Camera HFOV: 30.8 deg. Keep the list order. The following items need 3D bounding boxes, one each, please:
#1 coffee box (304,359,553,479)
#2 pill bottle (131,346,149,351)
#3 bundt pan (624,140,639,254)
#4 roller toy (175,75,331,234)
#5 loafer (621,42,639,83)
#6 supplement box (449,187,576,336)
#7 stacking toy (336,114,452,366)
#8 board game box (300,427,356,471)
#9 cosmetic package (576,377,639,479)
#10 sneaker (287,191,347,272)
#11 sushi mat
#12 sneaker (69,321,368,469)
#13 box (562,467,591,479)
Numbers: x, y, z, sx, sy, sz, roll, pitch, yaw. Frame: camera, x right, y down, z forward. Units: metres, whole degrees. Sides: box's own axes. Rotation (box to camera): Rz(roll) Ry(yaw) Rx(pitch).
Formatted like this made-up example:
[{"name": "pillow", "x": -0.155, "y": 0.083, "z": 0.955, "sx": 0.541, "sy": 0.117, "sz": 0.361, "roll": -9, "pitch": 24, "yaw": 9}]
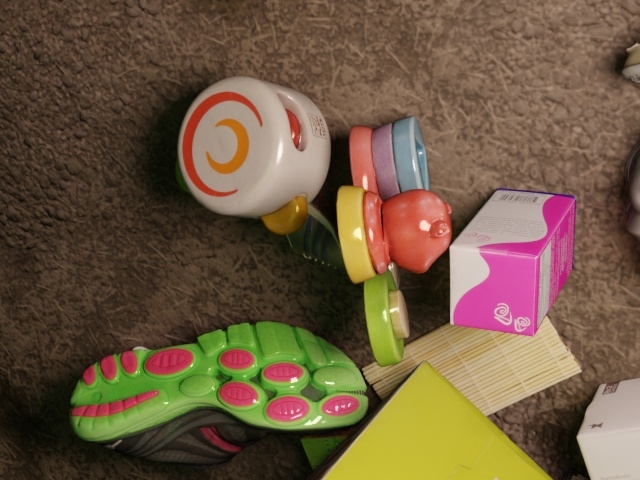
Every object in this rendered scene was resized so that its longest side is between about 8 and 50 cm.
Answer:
[{"name": "coffee box", "x": 0.111, "y": 0.440, "z": 1.594, "sx": 0.338, "sy": 0.337, "sz": 0.334, "roll": 44, "pitch": 128, "yaw": 6}, {"name": "pill bottle", "x": -0.324, "y": 0.229, "z": 1.939, "sx": 0.065, "sy": 0.065, "sz": 0.116, "roll": 46, "pitch": 121, "yaw": 2}, {"name": "bundt pan", "x": 0.521, "y": -0.036, "z": 1.396, "sx": 0.330, "sy": 0.124, "sz": 0.331, "roll": 10, "pitch": 115, "yaw": 22}, {"name": "roller toy", "x": -0.087, "y": -0.125, "z": 1.617, "sx": 0.209, "sy": 0.146, "sz": 0.191, "roll": 29, "pitch": 103, "yaw": 32}, {"name": "loafer", "x": 0.468, "y": -0.261, "z": 1.362, "sx": 0.251, "sy": 0.094, "sz": 0.087, "roll": -24, "pitch": 74, "yaw": 22}, {"name": "supplement box", "x": 0.249, "y": 0.023, "z": 1.491, "sx": 0.111, "sy": 0.220, "sz": 0.114, "roll": 8, "pitch": 113, "yaw": 23}, {"name": "stacking toy", "x": 0.120, "y": -0.002, "z": 1.520, "sx": 0.130, "sy": 0.309, "sz": 0.280, "roll": -8, "pitch": 122, "yaw": 12}, {"name": "board game box", "x": 0.100, "y": 0.345, "z": 1.786, "sx": 0.259, "sy": 0.039, "sz": 0.124, "roll": -8, "pitch": 111, "yaw": 36}, {"name": "cosmetic package", "x": 0.451, "y": 0.293, "z": 1.544, "sx": 0.151, "sy": 0.151, "sz": 0.184, "roll": -14, "pitch": 105, "yaw": 29}, {"name": "sneaker", "x": 0.000, "y": 0.000, "z": 1.695, "sx": 0.192, "sy": 0.064, "sz": 0.086, "roll": 48, "pitch": 122, "yaw": 8}, {"name": "sushi mat", "x": 0.213, "y": 0.190, "z": 1.694, "sx": 0.316, "sy": 0.019, "sz": 0.151, "roll": -32, "pitch": 95, "yaw": 32}, {"name": "sneaker", "x": -0.151, "y": 0.252, "z": 1.828, "sx": 0.482, "sy": 0.185, "sz": 0.202, "roll": -5, "pitch": 147, "yaw": 18}, {"name": "box", "x": 0.422, "y": 0.462, "z": 1.682, "sx": 0.231, "sy": 0.056, "sz": 0.183, "roll": 29, "pitch": 119, "yaw": 13}]
